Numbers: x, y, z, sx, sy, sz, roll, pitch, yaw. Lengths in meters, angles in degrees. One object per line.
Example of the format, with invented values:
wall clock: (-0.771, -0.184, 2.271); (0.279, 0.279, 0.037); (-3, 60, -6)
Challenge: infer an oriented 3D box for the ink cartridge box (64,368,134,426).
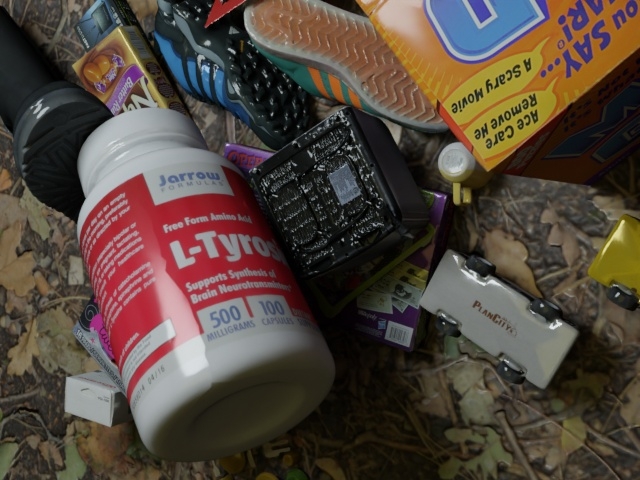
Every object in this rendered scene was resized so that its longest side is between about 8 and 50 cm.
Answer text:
ink cartridge box: (-0.305, 0.232, 1.250); (0.099, 0.135, 0.056); (9, 97, 30)

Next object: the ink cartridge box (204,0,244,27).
ink cartridge box: (-0.062, -0.381, 1.055); (0.225, 0.181, 0.056); (-26, 119, 18)

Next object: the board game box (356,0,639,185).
board game box: (0.248, -0.302, 0.782); (0.356, 0.356, 0.356); (-41, 72, 25)

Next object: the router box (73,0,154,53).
router box: (-0.329, -0.320, 1.303); (0.092, 0.038, 0.122); (-38, 73, 27)

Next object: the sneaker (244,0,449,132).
sneaker: (0.047, -0.224, 1.060); (0.302, 0.121, 0.108); (30, 87, 7)

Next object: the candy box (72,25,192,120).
candy box: (-0.280, -0.216, 1.245); (0.109, 0.053, 0.186); (-30, 93, 27)

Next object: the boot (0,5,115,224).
boot: (-0.442, -0.242, 1.210); (0.146, 0.367, 0.445); (-31, 71, -14)

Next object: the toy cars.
toy cars: (0.305, 0.071, 0.923); (0.394, 0.087, 0.176); (-13, 80, 33)

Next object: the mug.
mug: (0.177, -0.087, 1.000); (0.062, 0.064, 0.078); (-32, 76, 26)

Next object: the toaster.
toaster: (0.028, -0.048, 1.011); (0.168, 0.110, 0.185); (-31, 76, 28)

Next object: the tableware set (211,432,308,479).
tableware set: (-0.090, 0.333, 1.195); (0.154, 0.024, 0.104); (-20, 85, 28)

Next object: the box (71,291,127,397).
box: (-0.201, 0.152, 1.170); (0.247, 0.163, 0.142); (43, 113, 22)

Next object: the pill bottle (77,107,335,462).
pill bottle: (-0.160, 0.038, 0.999); (0.229, 0.229, 0.407); (-43, 56, 24)

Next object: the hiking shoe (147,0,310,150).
hiking shoe: (-0.128, -0.233, 1.169); (0.304, 0.113, 0.132); (52, 143, 14)

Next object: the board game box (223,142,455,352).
board game box: (0.000, 0.000, 1.118); (0.347, 0.056, 0.208); (17, 104, 29)
